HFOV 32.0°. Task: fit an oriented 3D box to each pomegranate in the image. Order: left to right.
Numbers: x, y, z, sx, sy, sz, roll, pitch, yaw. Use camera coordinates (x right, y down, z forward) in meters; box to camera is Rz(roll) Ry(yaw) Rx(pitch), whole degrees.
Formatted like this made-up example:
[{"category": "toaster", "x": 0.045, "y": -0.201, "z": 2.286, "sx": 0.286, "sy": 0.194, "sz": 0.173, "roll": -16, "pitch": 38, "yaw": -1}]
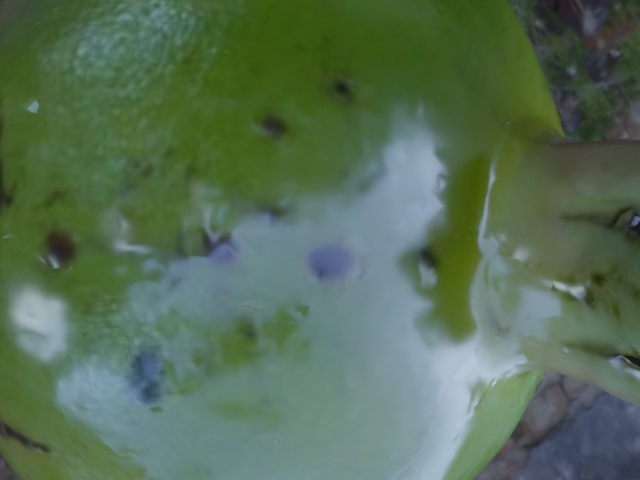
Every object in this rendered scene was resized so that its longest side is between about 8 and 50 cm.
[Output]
[{"category": "pomegranate", "x": 0.000, "y": 0.000, "z": 0.408, "sx": 0.340, "sy": 0.260, "sz": 0.260, "roll": 7, "pitch": 180, "yaw": 41}]
